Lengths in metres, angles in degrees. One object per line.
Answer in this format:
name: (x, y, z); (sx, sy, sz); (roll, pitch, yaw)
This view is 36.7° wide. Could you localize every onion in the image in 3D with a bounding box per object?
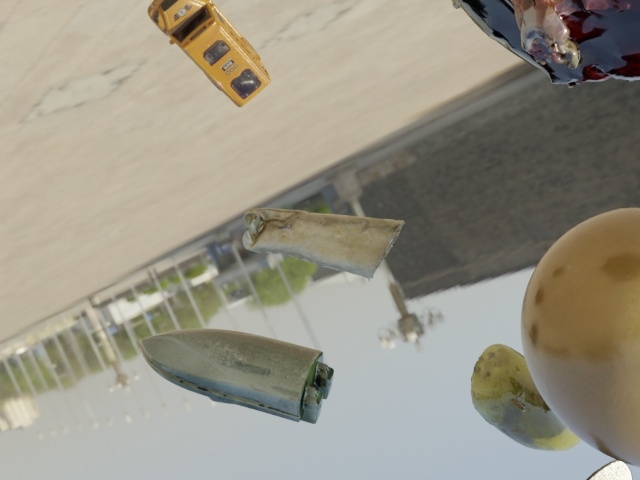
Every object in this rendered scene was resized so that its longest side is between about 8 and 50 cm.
onion: (0.226, -0.261, 0.841); (0.232, 0.314, 0.314); (-51, -168, -23)

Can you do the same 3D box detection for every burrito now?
burrito: (0.000, 0.000, 1.301); (0.226, 0.087, 0.060); (9, -173, 19)

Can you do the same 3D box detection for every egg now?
egg: (0.394, 0.115, 1.134); (0.374, 0.301, 0.301); (21, 150, -35)

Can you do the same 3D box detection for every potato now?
potato: (0.433, 0.331, 1.948); (0.160, 0.272, 0.111); (-55, -171, -10)

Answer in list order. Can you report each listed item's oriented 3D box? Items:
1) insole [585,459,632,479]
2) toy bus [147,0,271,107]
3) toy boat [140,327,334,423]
insole: (0.354, 0.410, 1.348); (0.253, 0.086, 0.005); (-44, -164, -13)
toy bus: (-0.156, -0.282, 1.383); (0.083, 0.088, 0.194); (-40, 135, 7)
toy boat: (-0.143, 0.206, 1.551); (0.319, 0.092, 0.141); (13, -147, 11)
